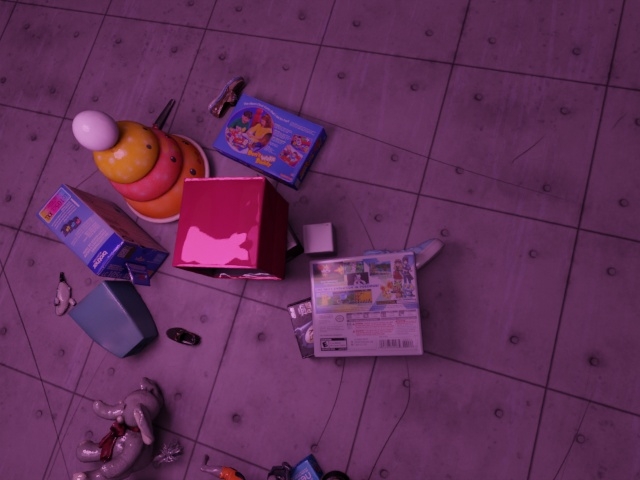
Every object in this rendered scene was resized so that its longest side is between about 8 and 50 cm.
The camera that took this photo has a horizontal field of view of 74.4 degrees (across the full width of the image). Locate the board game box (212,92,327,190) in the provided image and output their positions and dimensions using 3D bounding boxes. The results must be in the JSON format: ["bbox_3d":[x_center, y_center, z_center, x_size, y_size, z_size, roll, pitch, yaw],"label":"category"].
[{"bbox_3d":[-0.184,-0.361,1.536,0.347,0.078,0.233,27,85,15],"label":"board game box"}]

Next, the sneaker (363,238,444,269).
[{"bbox_3d":[0.211,0.072,1.342,0.366,0.135,0.150,-33,78,2],"label":"sneaker"}]

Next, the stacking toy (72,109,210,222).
[{"bbox_3d":[-0.615,-0.271,1.391,0.351,0.480,0.350,-2,79,10],"label":"stacking toy"}]

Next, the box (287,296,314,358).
[{"bbox_3d":[-0.009,0.274,1.371,0.148,0.077,0.180,-19,76,7],"label":"box"}]

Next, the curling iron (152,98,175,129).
[{"bbox_3d":[-0.662,-0.448,1.666,0.068,0.035,0.273,33,86,15],"label":"curling iron"}]

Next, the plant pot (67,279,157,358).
[{"bbox_3d":[-0.694,0.279,1.463,0.166,0.165,0.234,-43,82,0],"label":"plant pot"}]

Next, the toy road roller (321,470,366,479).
[{"bbox_3d":[0.084,0.846,1.177,0.241,0.202,0.329,20,81,3],"label":"toy road roller"}]

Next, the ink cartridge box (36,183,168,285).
[{"bbox_3d":[-0.723,0.001,1.463,0.396,0.270,0.151,36,89,16],"label":"ink cartridge box"}]

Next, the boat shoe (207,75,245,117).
[{"bbox_3d":[-0.347,-0.544,1.617,0.183,0.066,0.066,-46,79,9],"label":"boat shoe"}]

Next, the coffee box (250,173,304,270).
[{"bbox_3d":[-0.204,-0.052,1.454,0.168,0.119,0.297,-31,75,3],"label":"coffee box"}]

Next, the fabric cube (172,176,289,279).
[{"bbox_3d":[-0.253,-0.025,1.264,0.255,0.259,0.257,0,77,13],"label":"fabric cube"}]

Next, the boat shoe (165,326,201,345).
[{"bbox_3d":[-0.484,0.333,1.469,0.133,0.042,0.048,12,83,14],"label":"boat shoe"}]

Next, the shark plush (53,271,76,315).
[{"bbox_3d":[-0.983,0.198,1.587,0.067,0.073,0.161,-28,78,35],"label":"shark plush"}]

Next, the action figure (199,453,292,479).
[{"bbox_3d":[-0.217,0.801,1.187,0.331,0.178,0.340,3,78,23],"label":"action figure"}]

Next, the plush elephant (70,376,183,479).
[{"bbox_3d":[-0.610,0.589,1.331,0.330,0.272,0.255,-2,91,-18],"label":"plush elephant"}]

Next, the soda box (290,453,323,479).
[{"bbox_3d":[-0.099,0.752,1.294,0.210,0.067,0.071,-35,75,1],"label":"soda box"}]

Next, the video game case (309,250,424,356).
[{"bbox_3d":[0.132,0.195,1.273,0.329,0.036,0.299,-6,81,18],"label":"video game case"}]

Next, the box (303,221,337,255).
[{"bbox_3d":[0.000,0.000,1.421,0.102,0.087,0.101,-5,77,9],"label":"box"}]
